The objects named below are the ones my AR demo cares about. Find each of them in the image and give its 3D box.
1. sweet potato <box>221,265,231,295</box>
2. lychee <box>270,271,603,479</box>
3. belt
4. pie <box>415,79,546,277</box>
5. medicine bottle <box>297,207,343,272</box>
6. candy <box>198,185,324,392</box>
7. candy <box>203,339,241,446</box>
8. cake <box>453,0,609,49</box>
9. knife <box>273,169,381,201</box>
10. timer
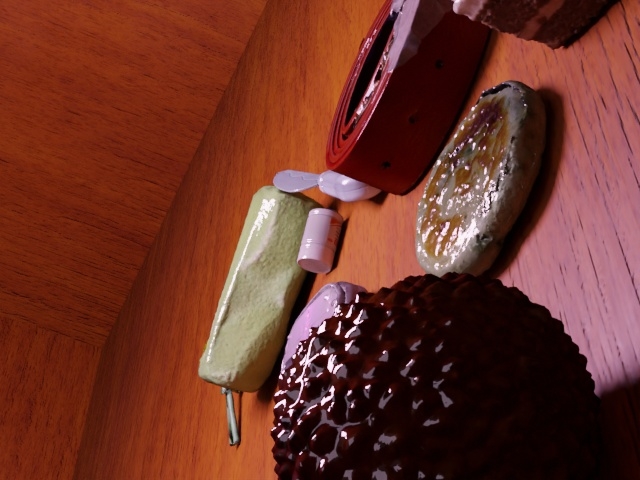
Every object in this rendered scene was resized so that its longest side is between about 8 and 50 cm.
[{"bbox_3d":[-0.154,0.128,2.171,0.075,0.074,0.269,-91,15,-55],"label":"sweet potato"},{"bbox_3d":[0.078,0.165,0.911,0.300,0.264,0.264,-45,21,15],"label":"lychee"},{"bbox_3d":[0.117,-0.227,1.582,0.324,0.115,0.227,-65,17,15],"label":"belt"},{"bbox_3d":[0.174,-0.064,1.283,0.240,0.054,0.240,-57,19,33],"label":"pie"},{"bbox_3d":[0.000,0.000,1.812,0.057,0.057,0.089,139,148,-62],"label":"medicine bottle"},{"bbox_3d":[-0.096,0.079,1.910,0.142,0.132,0.343,6,75,67],"label":"candy"},{"bbox_3d":[-0.159,0.259,2.051,0.073,0.077,0.262,-40,34,20],"label":"candy"},{"bbox_3d":[0.226,-0.295,1.217,0.135,0.147,0.134,130,156,-57],"label":"cake"},{"bbox_3d":[-0.009,-0.089,1.805,0.331,0.080,0.044,8,121,61],"label":"knife"},{"bbox_3d":[0.002,0.162,1.570,0.208,0.069,0.191,130,153,-49],"label":"timer"}]
